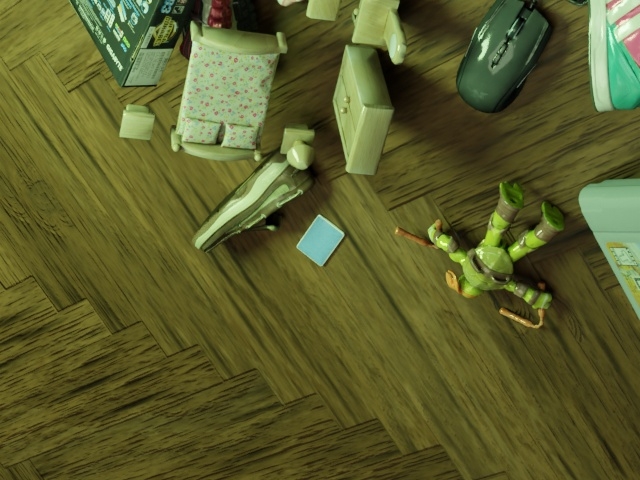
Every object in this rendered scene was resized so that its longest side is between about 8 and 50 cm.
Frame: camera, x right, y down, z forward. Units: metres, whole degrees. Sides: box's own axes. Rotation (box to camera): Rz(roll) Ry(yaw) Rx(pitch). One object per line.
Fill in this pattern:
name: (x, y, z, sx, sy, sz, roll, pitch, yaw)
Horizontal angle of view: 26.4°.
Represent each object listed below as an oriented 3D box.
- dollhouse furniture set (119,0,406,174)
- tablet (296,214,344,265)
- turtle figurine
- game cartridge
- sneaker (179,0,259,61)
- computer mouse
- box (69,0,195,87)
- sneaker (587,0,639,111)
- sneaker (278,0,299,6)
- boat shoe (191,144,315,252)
dollhouse furniture set: (-0.086, -0.216, 1.921, 0.355, 0.174, 0.303, 4, 129, -13)
tablet: (0.000, 0.000, 2.219, 0.054, 0.006, 0.083, 38, 128, 3)
turtle figurine: (0.251, 0.015, 2.044, 0.269, 0.087, 0.217, 35, 129, 5)
game cartridge: (0.490, 0.048, 1.902, 0.297, 0.062, 0.198, 59, 164, -13)
sneaker: (-0.171, -0.386, 2.007, 0.112, 0.121, 0.299, 19, 122, 31)
computer mouse: (0.231, -0.297, 1.884, 0.184, 0.060, 0.262, 37, 128, 3)
box: (-0.275, -0.425, 1.980, 0.295, 0.073, 0.293, 57, 134, 29)
sneaker: (0.431, -0.309, 1.734, 0.178, 0.124, 0.295, 1, 111, 20)
sneaker: (0.000, -0.362, 1.971, 0.134, 0.051, 0.070, -35, 94, 34)
boat shoe: (-0.106, -0.044, 2.196, 0.095, 0.095, 0.257, 43, 129, -9)
